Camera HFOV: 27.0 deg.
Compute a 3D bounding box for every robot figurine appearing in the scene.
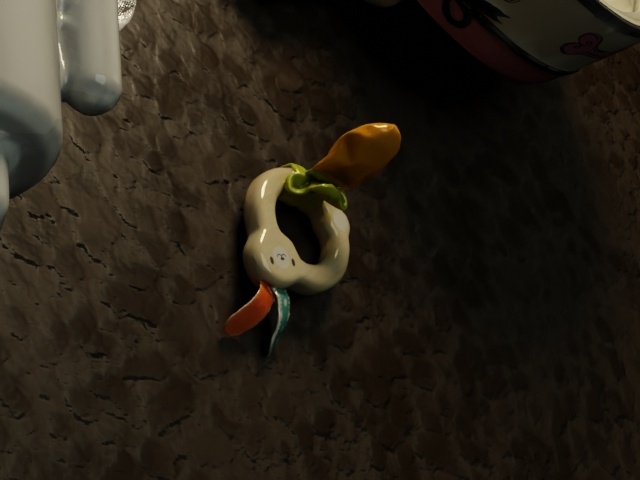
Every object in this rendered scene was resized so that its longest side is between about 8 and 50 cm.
[{"bbox_3d":[-0.287,-0.154,0.932,0.300,0.200,0.353,4,65,-25],"label":"robot figurine"}]

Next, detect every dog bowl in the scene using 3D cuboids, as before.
[{"bbox_3d":[0.201,-0.351,1.485,0.408,0.150,0.408,35,34,-27],"label":"dog bowl"}]

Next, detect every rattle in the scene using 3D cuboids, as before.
[{"bbox_3d":[0.000,0.000,1.199,0.130,0.142,0.200,65,30,-25],"label":"rattle"}]

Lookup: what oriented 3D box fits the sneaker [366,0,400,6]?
[{"bbox_3d":[-0.012,-0.287,1.403,0.240,0.091,0.126,31,67,-31],"label":"sneaker"}]

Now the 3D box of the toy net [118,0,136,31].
[{"bbox_3d":[-0.193,-0.261,1.216,0.122,0.045,0.232,24,54,-38],"label":"toy net"}]
